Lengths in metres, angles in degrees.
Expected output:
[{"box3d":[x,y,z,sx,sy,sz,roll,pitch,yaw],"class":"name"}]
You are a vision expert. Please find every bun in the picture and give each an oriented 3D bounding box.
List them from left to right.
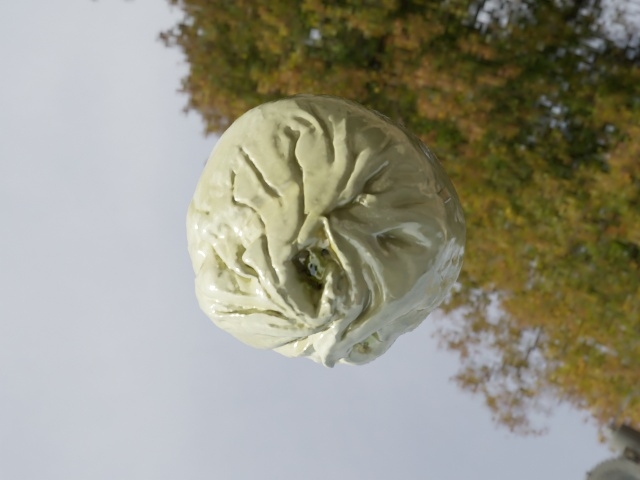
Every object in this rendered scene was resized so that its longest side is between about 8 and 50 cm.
[{"box3d":[0.000,0.000,0.958,0.229,0.229,0.145,14,-157,0],"class":"bun"}]
